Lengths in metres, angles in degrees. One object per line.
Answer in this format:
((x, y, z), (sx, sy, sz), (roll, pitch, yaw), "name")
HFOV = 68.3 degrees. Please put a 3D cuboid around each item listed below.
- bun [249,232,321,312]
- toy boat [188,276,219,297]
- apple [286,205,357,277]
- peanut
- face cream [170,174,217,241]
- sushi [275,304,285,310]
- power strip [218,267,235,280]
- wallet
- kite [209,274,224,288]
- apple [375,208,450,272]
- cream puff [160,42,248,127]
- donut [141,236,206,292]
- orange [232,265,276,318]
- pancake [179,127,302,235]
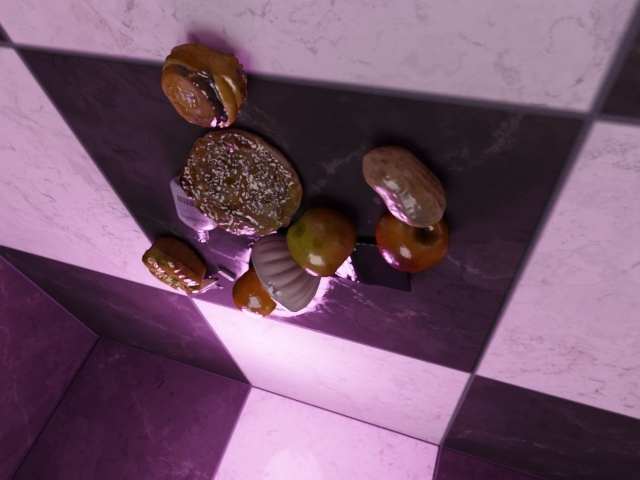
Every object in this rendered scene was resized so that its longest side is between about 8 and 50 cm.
((-0.074, 0.073, 1.441), (0.175, 0.263, 0.263), (-29, 129, 14), "bun")
((-0.487, 0.184, 1.970), (0.210, 0.084, 0.066), (-20, 117, 42), "toy boat")
((0.000, 0.000, 1.289), (0.196, 0.196, 0.196), (16, 148, 10), "apple")
((0.185, -0.123, 1.045), (0.224, 0.129, 0.129), (46, 142, -21), "peanut")
((-0.388, -0.090, 1.496), (0.144, 0.071, 0.291), (16, 148, 4), "face cream")
((-0.174, 0.250, 1.909), (0.085, 0.056, 0.083), (-6, 146, 36), "sushi")
((-0.377, 0.135, 1.889), (0.083, 0.017, 0.027), (40, 144, -28), "power strip")
((0.114, 0.069, 1.463), (0.323, 0.041, 0.247), (8, 148, 23), "wallet")
((-0.480, 0.180, 2.033), (0.139, 0.011, 0.156), (22, 149, -5), "kite")
((0.228, -0.001, 1.198), (0.195, 0.160, 0.173), (33, 169, -7), "apple")
((-0.236, -0.328, 0.984), (0.189, 0.129, 0.189), (24, 151, 15), "cream puff")
((-0.570, 0.094, 1.840), (0.208, 0.128, 0.261), (9, 147, 22), "donut")
((-0.241, 0.203, 1.762), (0.179, 0.158, 0.237), (47, 150, 1), "orange")
((-0.215, -0.145, 1.274), (0.356, 0.065, 0.356), (10, 132, 11), "pancake")
